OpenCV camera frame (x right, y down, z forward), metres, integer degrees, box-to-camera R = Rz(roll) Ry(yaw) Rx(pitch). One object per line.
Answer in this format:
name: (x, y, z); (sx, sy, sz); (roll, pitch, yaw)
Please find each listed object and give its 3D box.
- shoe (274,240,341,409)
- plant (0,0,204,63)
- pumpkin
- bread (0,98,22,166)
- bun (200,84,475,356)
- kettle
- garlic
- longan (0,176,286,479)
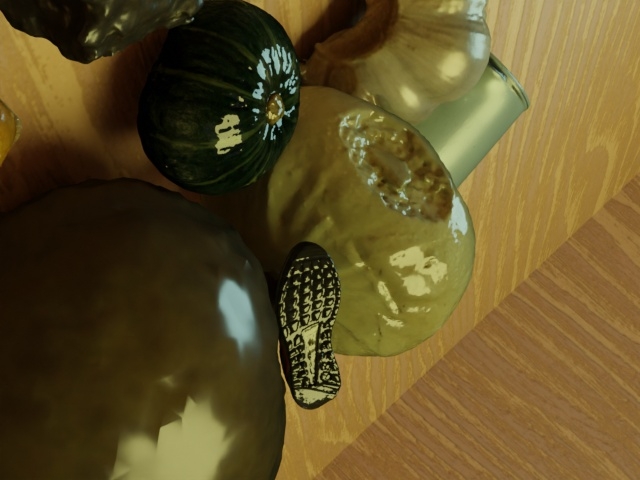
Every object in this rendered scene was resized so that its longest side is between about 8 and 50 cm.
shoe: (-0.021, 0.089, 1.279); (0.074, 0.077, 0.194); (-10, 111, -17)
plant: (-0.156, -0.259, 0.893); (0.234, 0.178, 0.204); (-49, 151, -26)
pumpkin: (-0.108, -0.151, 1.210); (0.211, 0.152, 0.212); (6, 90, -69)
bread: (-0.353, -0.103, 0.870); (0.152, 0.119, 0.288); (-43, 160, 0)
bun: (-0.002, 0.005, 1.388); (0.202, 0.364, 0.364); (-45, 163, -43)
kettle: (0.127, -0.133, 1.649); (0.318, 0.205, 0.265); (-49, 157, -1)
garlic: (0.112, -0.235, 1.451); (0.281, 0.184, 0.203); (-53, 169, 17)
longan: (-0.225, 0.158, 1.195); (0.404, 0.404, 0.436); (-30, 134, -38)
